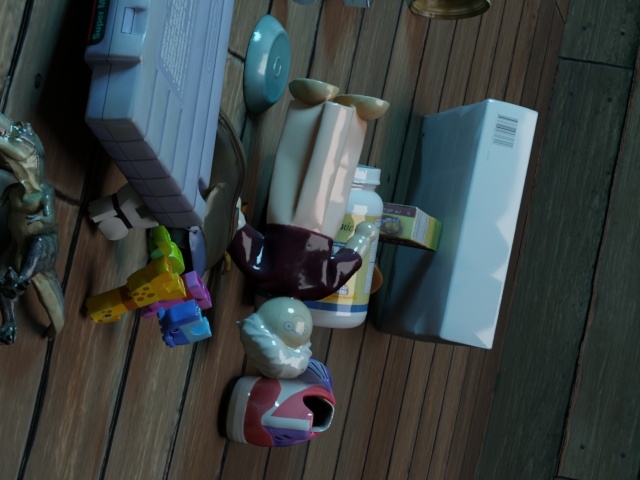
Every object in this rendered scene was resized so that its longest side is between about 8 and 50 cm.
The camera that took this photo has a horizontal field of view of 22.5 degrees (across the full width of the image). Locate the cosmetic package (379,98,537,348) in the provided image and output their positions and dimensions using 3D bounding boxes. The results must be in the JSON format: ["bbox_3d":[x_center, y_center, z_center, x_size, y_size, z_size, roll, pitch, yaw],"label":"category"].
[{"bbox_3d":[0.216,-0.022,2.572,0.284,0.097,0.377,179,-77,-71],"label":"cosmetic package"}]

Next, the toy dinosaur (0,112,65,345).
[{"bbox_3d":[-0.248,0.023,1.343,0.118,0.064,0.268,-72,166,-47],"label":"toy dinosaur"}]

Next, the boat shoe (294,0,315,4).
[{"bbox_3d":[-0.025,-0.336,1.885,0.142,0.049,0.040,74,31,-53],"label":"boat shoe"}]

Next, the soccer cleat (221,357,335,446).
[{"bbox_3d":[-0.025,0.217,2.100,0.318,0.116,0.109,-2,102,-73],"label":"soccer cleat"}]

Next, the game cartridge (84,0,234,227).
[{"bbox_3d":[-0.140,-0.218,1.483,0.230,0.068,0.355,56,37,-61],"label":"game cartridge"}]

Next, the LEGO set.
[{"bbox_3d":[-0.178,0.047,1.567,0.227,0.093,0.087,64,8,-56],"label":"LEGO set"}]

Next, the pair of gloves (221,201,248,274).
[{"bbox_3d":[-0.103,-0.003,1.893,0.083,0.010,0.074,-39,135,-68],"label":"pair of gloves"}]

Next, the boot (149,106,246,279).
[{"bbox_3d":[-0.128,-0.041,1.659,0.219,0.082,0.106,86,19,-45],"label":"boot"}]

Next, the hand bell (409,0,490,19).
[{"bbox_3d":[0.203,-0.479,2.509,0.126,0.126,0.242,37,53,-72],"label":"hand bell"}]

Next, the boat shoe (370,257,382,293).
[{"bbox_3d":[0.040,0.004,2.295,0.207,0.073,0.073,79,-11,-59],"label":"boat shoe"}]

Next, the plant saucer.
[{"bbox_3d":[-0.059,-0.205,1.895,0.119,0.021,0.119,10,90,-73],"label":"plant saucer"}]

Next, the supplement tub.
[{"bbox_3d":[0.000,0.000,2.003,0.144,0.144,0.200,-8,107,-73],"label":"supplement tub"}]

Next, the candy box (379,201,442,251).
[{"bbox_3d":[0.110,-0.023,2.422,0.186,0.109,0.053,25,76,-72],"label":"candy box"}]

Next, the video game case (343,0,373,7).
[{"bbox_3d":[0.070,-0.450,2.103,0.232,0.041,0.210,-63,152,-50],"label":"video game case"}]

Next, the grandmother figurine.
[{"bbox_3d":[-0.026,-0.010,1.865,0.104,0.207,0.342,174,-72,-73],"label":"grandmother figurine"}]
